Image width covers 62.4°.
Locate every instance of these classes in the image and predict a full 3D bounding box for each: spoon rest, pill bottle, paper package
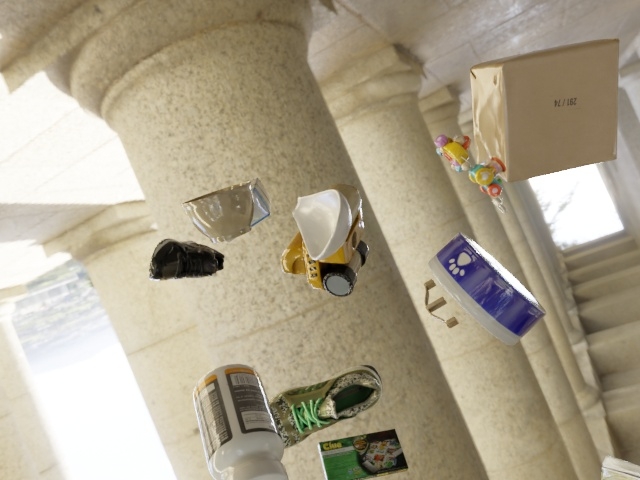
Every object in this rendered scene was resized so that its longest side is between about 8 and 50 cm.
[{"bbox_3d":[-0.004,-0.045,1.054,0.084,0.137,0.276,18,-171,-13],"label":"spoon rest"},{"bbox_3d":[-0.171,0.416,1.135,0.162,0.162,0.278,-23,-137,-7],"label":"pill bottle"},{"bbox_3d":[0.578,-0.332,1.364,0.325,0.309,0.168,-13,-162,-9],"label":"paper package"}]

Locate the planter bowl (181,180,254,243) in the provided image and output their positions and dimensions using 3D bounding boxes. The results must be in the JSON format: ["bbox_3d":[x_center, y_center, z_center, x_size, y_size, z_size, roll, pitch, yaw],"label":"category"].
[{"bbox_3d":[-0.217,-0.059,1.198,0.162,0.109,0.162,-18,-169,4],"label":"planter bowl"}]

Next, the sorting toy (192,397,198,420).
[{"bbox_3d":[-0.359,0.514,1.616,0.045,0.075,0.083,2,160,12],"label":"sorting toy"}]

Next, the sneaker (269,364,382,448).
[{"bbox_3d":[-0.006,0.461,1.465,0.411,0.157,0.182,-24,170,-10],"label":"sneaker"}]

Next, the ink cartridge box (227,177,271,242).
[{"bbox_3d":[-0.209,-0.087,1.428,0.140,0.082,0.190,-33,-165,7],"label":"ink cartridge box"}]

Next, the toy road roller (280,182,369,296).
[{"bbox_3d":[0.000,0.000,1.590,0.241,0.329,0.202,5,-145,19],"label":"toy road roller"}]

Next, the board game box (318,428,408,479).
[{"bbox_3d":[0.133,0.683,1.672,0.260,0.136,0.030,-5,137,-12],"label":"board game box"}]

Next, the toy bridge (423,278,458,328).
[{"bbox_3d":[0.349,0.194,1.598,0.063,0.026,0.188,-33,-141,10],"label":"toy bridge"}]

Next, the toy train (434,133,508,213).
[{"bbox_3d":[0.239,-0.119,0.823,0.046,0.166,0.125,-45,145,11],"label":"toy train"}]

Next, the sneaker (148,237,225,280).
[{"bbox_3d":[-0.341,0.053,1.401,0.124,0.107,0.283,13,-171,11],"label":"sneaker"}]

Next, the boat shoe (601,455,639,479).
[{"bbox_3d":[0.772,0.584,1.227,0.302,0.109,0.094,123,-11,-77],"label":"boat shoe"}]

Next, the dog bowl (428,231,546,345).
[{"bbox_3d":[0.377,0.105,1.203,0.104,0.265,0.265,-48,172,14],"label":"dog bowl"}]
